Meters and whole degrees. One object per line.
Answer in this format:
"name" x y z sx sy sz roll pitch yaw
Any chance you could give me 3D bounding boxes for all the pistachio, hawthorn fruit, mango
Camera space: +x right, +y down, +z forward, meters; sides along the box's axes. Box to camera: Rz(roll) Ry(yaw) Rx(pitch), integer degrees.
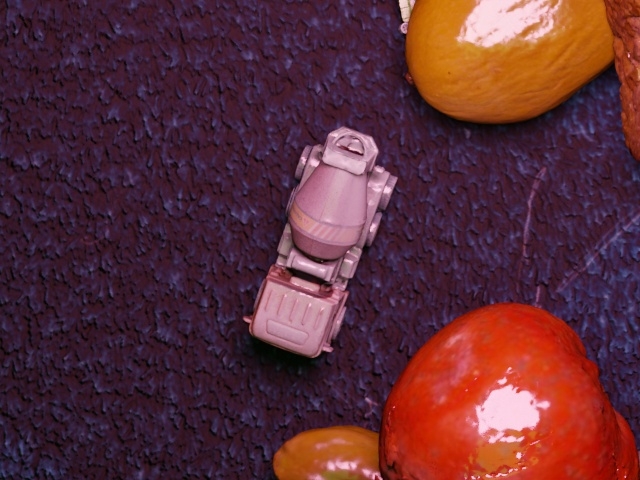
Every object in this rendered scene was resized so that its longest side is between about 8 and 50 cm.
"pistachio" 0.042 0.264 1.989 0.189 0.100 0.110 16 77 12
"hawthorn fruit" 0.168 0.219 1.852 0.307 0.276 0.276 -29 94 -20
"mango" 0.233 -0.252 1.874 0.331 0.142 0.195 -37 101 3

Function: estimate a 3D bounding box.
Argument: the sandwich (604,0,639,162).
"sandwich" 0.406 -0.234 1.806 0.254 0.099 0.288 -20 116 -7

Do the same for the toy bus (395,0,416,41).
"toy bus" 0.099 -0.253 1.942 0.037 0.031 0.083 -12 96 -1

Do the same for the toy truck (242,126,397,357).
"toy truck" 0.000 0.000 1.932 0.108 0.140 0.257 21 100 3

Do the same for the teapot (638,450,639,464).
"teapot" 0.362 0.329 1.928 0.162 0.149 0.239 29 100 1
